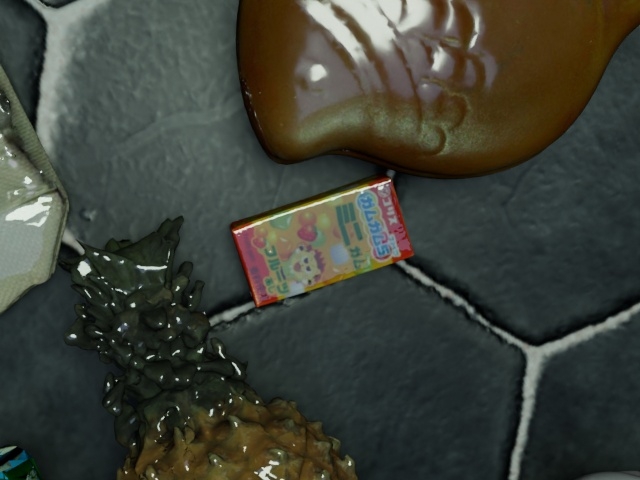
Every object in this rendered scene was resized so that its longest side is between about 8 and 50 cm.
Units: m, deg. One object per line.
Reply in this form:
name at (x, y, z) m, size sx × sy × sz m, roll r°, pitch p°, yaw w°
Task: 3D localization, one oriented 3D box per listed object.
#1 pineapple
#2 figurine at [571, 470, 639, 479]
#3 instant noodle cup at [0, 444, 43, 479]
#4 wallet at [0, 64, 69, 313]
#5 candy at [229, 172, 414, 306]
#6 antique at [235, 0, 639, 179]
pineapple at (-0.073, 0.159, 0.635) m, size 0.202 × 0.202 × 0.362 m, roll -25°, pitch 82°, yaw -1°
figurine at (0.267, 0.222, 0.651) m, size 0.275 × 0.200 × 0.133 m, roll -14°, pitch 128°, yaw 29°
instant noodle cup at (-0.252, 0.248, 0.606) m, size 0.240 × 0.240 × 0.178 m, roll -18°, pitch 90°, yaw -2°
wallet at (-0.334, -0.053, 0.627) m, size 0.274 × 0.068 × 0.335 m, roll -22°, pitch 106°, yaw 2°
candy at (0.000, 0.000, 0.673) m, size 0.121 × 0.038 × 0.062 m, roll -18°, pitch 100°, yaw -2°
antique at (0.073, -0.146, 0.612) m, size 0.278 × 0.129 × 0.224 m, roll -28°, pitch 100°, yaw 0°
